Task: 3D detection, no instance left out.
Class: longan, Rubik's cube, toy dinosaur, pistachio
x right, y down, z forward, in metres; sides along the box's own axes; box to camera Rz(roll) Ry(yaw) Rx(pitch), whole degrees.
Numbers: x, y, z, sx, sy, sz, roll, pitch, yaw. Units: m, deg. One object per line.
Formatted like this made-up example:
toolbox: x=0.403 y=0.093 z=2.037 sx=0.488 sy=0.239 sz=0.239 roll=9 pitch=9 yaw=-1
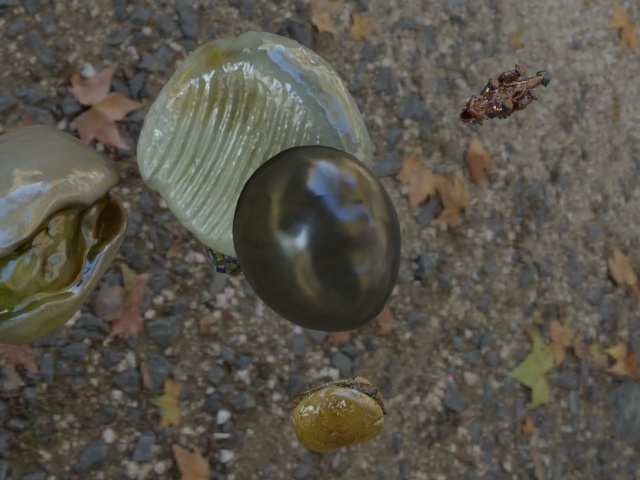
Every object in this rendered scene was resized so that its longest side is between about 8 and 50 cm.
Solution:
longan: x=0.000 y=0.000 z=1.238 sx=0.248 sy=0.248 sz=0.248 roll=9 pitch=78 yaw=-45
Rubik's cube: x=-0.178 y=0.016 z=1.916 sx=0.093 sy=0.111 sz=0.111 roll=-19 pitch=99 yaw=-20
toy dinosaur: x=0.216 y=-0.167 z=1.102 sx=0.154 sy=0.055 sz=0.049 roll=-26 pitch=80 yaw=-32
pistachio: x=-0.284 y=-0.013 z=0.900 sx=0.288 sy=0.197 sz=0.166 roll=-81 pitch=159 yaw=-71

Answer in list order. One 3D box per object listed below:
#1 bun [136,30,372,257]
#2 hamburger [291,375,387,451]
bun: x=-0.085 y=-0.143 z=1.478 sx=0.365 sy=0.365 sz=0.219 roll=66 pitch=25 yaw=-17
hamburger: x=0.016 y=0.155 z=0.853 sx=0.044 sy=0.083 sz=0.076 roll=-92 pitch=162 yaw=-52
